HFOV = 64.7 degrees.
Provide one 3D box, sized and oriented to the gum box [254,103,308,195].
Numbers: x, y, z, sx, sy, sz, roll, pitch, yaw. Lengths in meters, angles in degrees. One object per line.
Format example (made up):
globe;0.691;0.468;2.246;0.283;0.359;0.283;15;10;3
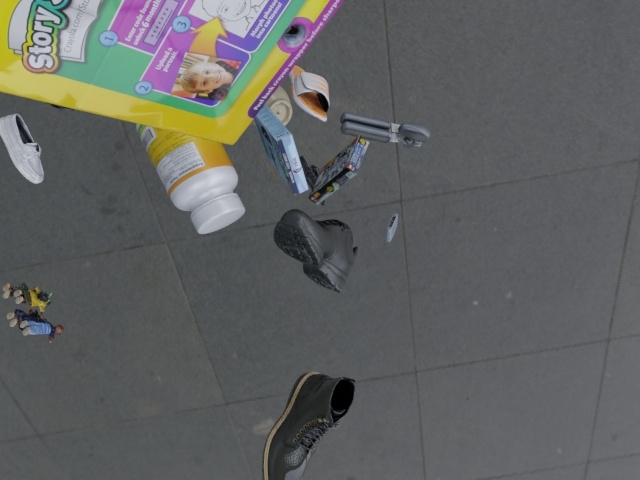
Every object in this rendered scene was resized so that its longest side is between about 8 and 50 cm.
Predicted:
gum box;-0.098;-0.218;1.195;0.041;0.184;0.156;-25;133;-9

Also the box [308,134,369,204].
box;0.035;-0.137;0.997;0.027;0.093;0.137;35;142;-17

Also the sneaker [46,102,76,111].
sneaker;-0.521;-0.308;0.973;0.300;0.121;0.111;5;80;19

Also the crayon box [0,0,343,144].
crayon box;-0.133;-0.281;0.508;0.313;0.106;0.363;5;139;-48

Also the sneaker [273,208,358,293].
sneaker;0.000;0.000;1.023;0.130;0.109;0.286;-59;152;-14

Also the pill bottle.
pill bottle;-0.246;-0.143;0.987;0.137;0.136;0.245;-29;83;11

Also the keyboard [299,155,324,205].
keyboard;-0.018;-0.214;1.719;0.038;0.100;0.192;-16;136;18

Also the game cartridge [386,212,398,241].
game cartridge;0.214;-0.036;1.512;0.017;0.083;0.055;11;133;20

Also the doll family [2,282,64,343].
doll family;-0.739;0.185;1.308;0.076;0.192;0.111;-25;159;9

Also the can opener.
can opener;0.200;-0.351;1.570;0.281;0.074;0.093;6;150;-13

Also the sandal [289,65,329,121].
sandal;-0.029;-0.428;1.380;0.102;0.265;0.076;21;126;-35

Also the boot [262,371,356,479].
boot;-0.017;0.290;0.752;0.077;0.197;0.137;24;156;-20

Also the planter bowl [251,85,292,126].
planter bowl;-0.160;-0.430;1.646;0.162;0.109;0.161;-25;136;-27

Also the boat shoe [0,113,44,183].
boat shoe;-0.771;-0.242;1.326;0.063;0.066;0.184;-20;98;12
